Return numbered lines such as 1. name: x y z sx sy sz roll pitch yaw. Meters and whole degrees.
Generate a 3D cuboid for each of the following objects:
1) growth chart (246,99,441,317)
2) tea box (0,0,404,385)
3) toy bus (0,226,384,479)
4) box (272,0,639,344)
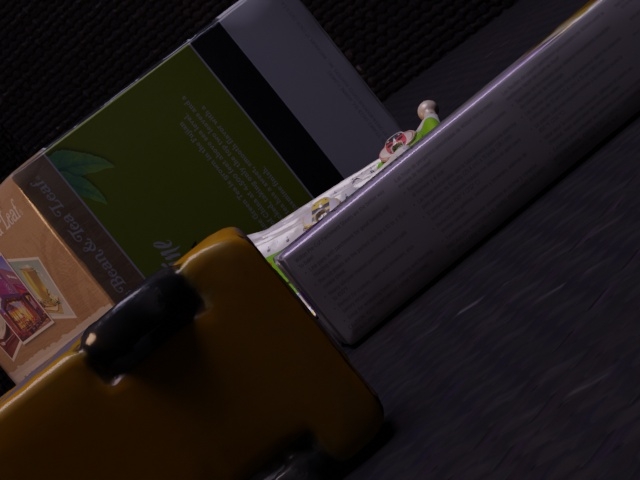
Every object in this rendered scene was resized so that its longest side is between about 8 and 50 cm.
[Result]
1. growth chart: 0.000 0.000 1.349 0.237 0.021 0.172 -33 26 6
2. tea box: -0.141 -0.021 1.729 0.323 0.220 0.329 -40 4 -27
3. toy bus: -0.132 0.133 0.805 0.333 0.108 0.130 -39 3 1
4. box: 0.118 -0.067 1.079 0.324 0.067 0.063 -40 4 -5
